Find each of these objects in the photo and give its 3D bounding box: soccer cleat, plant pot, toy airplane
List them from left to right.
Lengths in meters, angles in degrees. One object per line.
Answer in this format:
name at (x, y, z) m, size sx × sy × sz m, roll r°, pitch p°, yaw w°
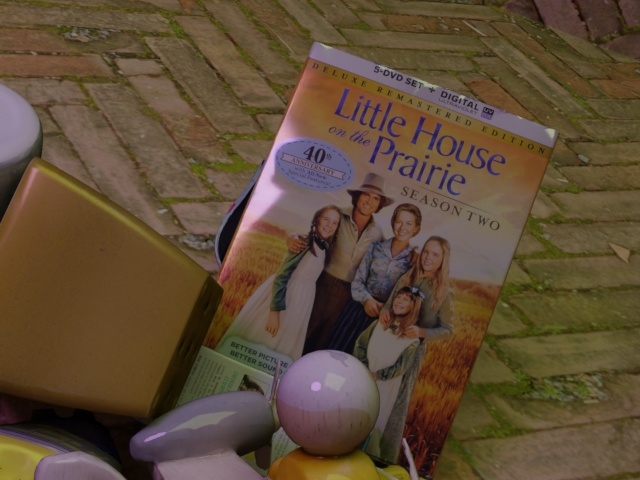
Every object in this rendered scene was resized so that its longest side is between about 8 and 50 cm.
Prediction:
soccer cleat at (-0.320, 0.222, 1.035) m, size 0.289 × 0.093 × 0.121 m, roll -1°, pitch 44°, yaw -27°
plant pot at (-0.211, 0.071, 1.098) m, size 0.187 × 0.212 × 0.212 m, roll 23°, pitch -8°, yaw 5°
toy airplane at (-0.045, 0.214, 0.922) m, size 0.386 × 0.272 × 0.384 m, roll 17°, pitch 0°, yaw 22°

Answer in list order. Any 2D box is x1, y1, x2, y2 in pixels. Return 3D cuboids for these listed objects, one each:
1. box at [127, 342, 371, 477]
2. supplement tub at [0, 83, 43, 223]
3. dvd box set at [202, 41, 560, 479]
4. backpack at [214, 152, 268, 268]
box at (-0.072, 0.186, 1.189) m, size 0.244 × 0.101 × 0.060 m, roll 23°, pitch -8°, yaw 7°
supplement tub at (-0.388, 0.004, 1.117) m, size 0.193 × 0.316 × 0.193 m, roll 13°, pitch 33°, yaw -9°
dvd box set at (0.057, 0.019, 1.281) m, size 0.307 × 0.420 × 0.062 m, roll 22°, pitch -9°, yaw 4°
backpack at (0.000, 0.000, 1.409) m, size 0.225 × 0.191 × 0.253 m, roll 30°, pitch 69°, yaw 18°
